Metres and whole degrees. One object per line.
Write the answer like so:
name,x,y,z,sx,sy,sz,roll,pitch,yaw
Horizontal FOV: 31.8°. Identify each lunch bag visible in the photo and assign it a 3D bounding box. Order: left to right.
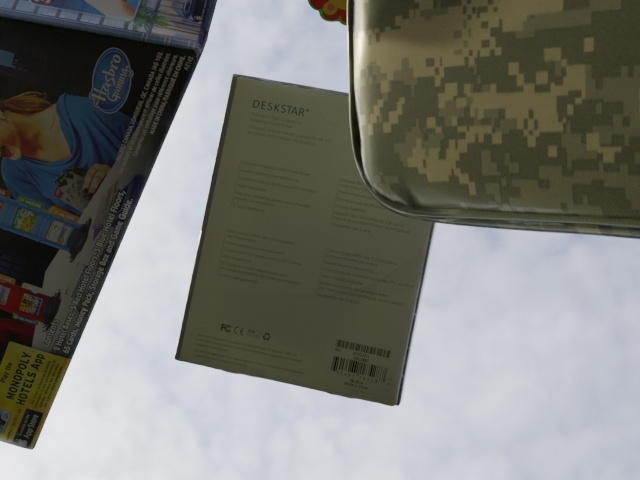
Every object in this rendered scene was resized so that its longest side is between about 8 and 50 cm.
lunch bag,0.202,-0.113,0.631,0.305,0.256,0.212,4,-79,46

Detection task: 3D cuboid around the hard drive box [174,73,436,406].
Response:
hard drive box,0.000,0.000,0.902,0.181,0.089,0.232,12,-92,8

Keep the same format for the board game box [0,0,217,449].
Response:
board game box,-0.161,-0.036,0.390,0.194,0.060,0.194,21,-57,-12

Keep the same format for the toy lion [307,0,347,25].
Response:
toy lion,0.036,-0.197,0.788,0.096,0.034,0.100,7,-55,-14
